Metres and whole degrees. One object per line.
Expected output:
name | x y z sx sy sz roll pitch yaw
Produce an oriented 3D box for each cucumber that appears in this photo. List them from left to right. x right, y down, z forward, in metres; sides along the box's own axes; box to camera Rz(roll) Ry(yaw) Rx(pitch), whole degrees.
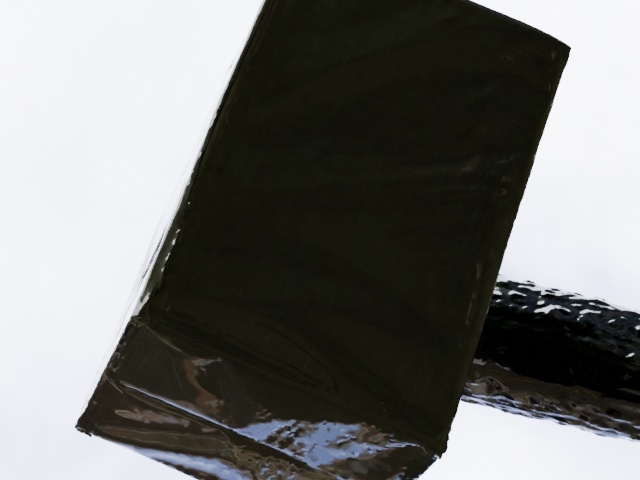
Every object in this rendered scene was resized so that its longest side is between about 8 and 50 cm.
cucumber | 0.144 0.065 0.966 0.074 0.241 0.074 -25 -59 -52

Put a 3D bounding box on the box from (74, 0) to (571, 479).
box | 0.000 0.000 0.886 0.149 0.155 0.231 24 -121 -5
